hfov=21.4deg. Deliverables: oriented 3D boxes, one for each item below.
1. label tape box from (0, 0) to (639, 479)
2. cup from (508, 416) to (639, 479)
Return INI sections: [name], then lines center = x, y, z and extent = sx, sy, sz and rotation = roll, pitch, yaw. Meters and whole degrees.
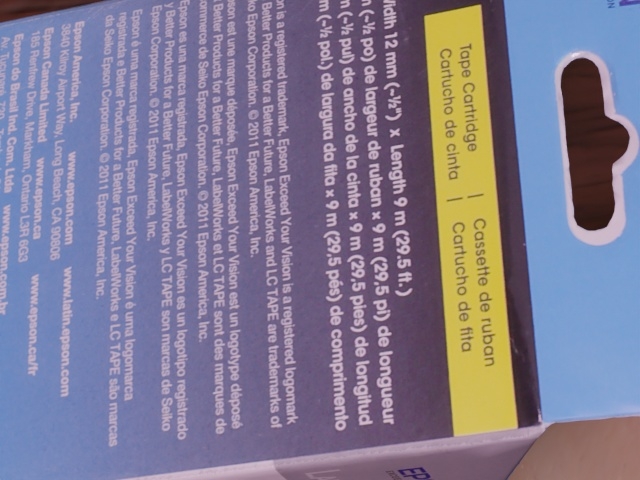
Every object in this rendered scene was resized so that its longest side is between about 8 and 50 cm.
[label tape box]
center = 0.000, 0.000, 0.781
extent = 0.348, 0.115, 0.249
rotation = -9, 64, 14
[cup]
center = 0.254, 0.087, 0.878
extent = 0.331, 0.331, 0.237
rotation = 35, 34, -7
